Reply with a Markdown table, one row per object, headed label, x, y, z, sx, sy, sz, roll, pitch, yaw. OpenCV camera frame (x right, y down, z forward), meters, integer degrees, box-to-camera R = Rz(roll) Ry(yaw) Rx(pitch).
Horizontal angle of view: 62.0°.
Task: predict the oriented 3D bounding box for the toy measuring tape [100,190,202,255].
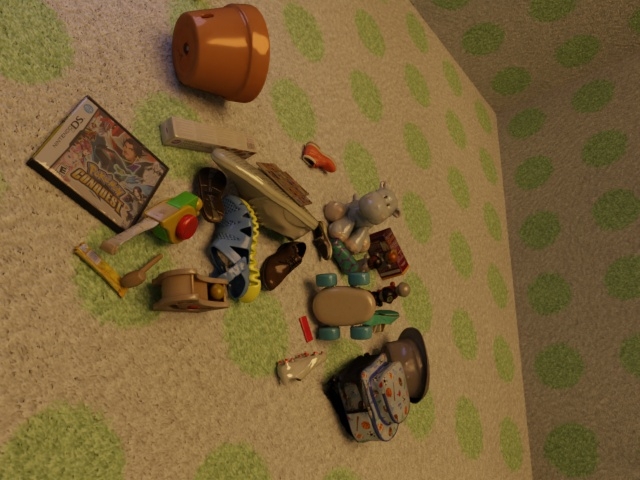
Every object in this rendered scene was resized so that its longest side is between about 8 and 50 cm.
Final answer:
| label | x | y | z | sx | sy | sz | roll | pitch | yaw |
| --- | --- | --- | --- | --- | --- | --- | --- | --- | --- |
| toy measuring tape | -0.409 | -0.021 | 1.339 | 0.121 | 0.121 | 0.330 | 61 | 39 | -13 |

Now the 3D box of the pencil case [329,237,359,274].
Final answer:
| label | x | y | z | sx | sy | sz | roll | pitch | yaw |
| --- | --- | --- | --- | --- | --- | --- | --- | --- | --- |
| pencil case | 0.078 | 0.060 | 1.957 | 0.151 | 0.070 | 0.064 | 53 | 7 | -21 |

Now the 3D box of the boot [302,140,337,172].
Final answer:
| label | x | y | z | sx | sy | sz | roll | pitch | yaw |
| --- | --- | --- | --- | --- | --- | --- | --- | --- | --- |
| boot | -0.005 | -0.295 | 2.024 | 0.158 | 0.059 | 0.084 | 37 | 51 | -25 |

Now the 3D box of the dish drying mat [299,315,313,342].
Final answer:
| label | x | y | z | sx | sy | sz | roll | pitch | yaw |
| --- | --- | --- | --- | --- | --- | --- | --- | --- | --- |
| dish drying mat | -0.047 | 0.290 | 1.745 | 0.032 | 0.008 | 0.083 | -16 | 88 | -52 |

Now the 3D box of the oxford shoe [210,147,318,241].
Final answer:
| label | x | y | z | sx | sy | sz | roll | pitch | yaw |
| --- | --- | --- | --- | --- | --- | --- | --- | --- | --- |
| oxford shoe | -0.176 | -0.123 | 1.631 | 0.449 | 0.130 | 0.169 | 39 | 9 | -44 |

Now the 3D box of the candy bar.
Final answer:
| label | x | y | z | sx | sy | sz | roll | pitch | yaw |
| --- | --- | --- | --- | --- | --- | --- | --- | --- | --- |
| candy bar | -0.510 | 0.067 | 1.249 | 0.161 | 0.018 | 0.040 | 51 | 37 | -23 |

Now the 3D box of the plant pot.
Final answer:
| label | x | y | z | sx | sy | sz | roll | pitch | yaw |
| --- | --- | --- | --- | --- | --- | --- | --- | --- | --- |
| plant pot | -0.310 | -0.562 | 1.591 | 0.204 | 0.291 | 0.290 | -9 | 81 | -37 |

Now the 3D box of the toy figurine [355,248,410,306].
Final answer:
| label | x | y | z | sx | sy | sz | roll | pitch | yaw |
| --- | --- | --- | --- | --- | --- | --- | --- | --- | --- |
| toy figurine | 0.231 | 0.146 | 2.043 | 0.213 | 0.148 | 0.209 | -6 | 80 | -52 |

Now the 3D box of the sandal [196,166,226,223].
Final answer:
| label | x | y | z | sx | sy | sz | roll | pitch | yaw |
| --- | --- | --- | --- | --- | --- | --- | --- | --- | --- |
| sandal | -0.318 | -0.128 | 1.536 | 0.090 | 0.060 | 0.219 | 14 | 47 | -32 |

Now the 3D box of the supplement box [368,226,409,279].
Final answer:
| label | x | y | z | sx | sy | sz | roll | pitch | yaw |
| --- | --- | --- | --- | --- | --- | --- | --- | --- | --- |
| supplement box | 0.269 | 0.055 | 2.168 | 0.081 | 0.104 | 0.188 | -42 | 108 | -52 |

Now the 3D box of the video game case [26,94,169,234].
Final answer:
| label | x | y | z | sx | sy | sz | roll | pitch | yaw |
| --- | --- | --- | --- | --- | --- | --- | --- | --- | --- |
| video game case | -0.532 | -0.184 | 1.319 | 0.275 | 0.035 | 0.248 | 45 | 44 | -30 |

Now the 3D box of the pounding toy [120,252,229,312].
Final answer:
| label | x | y | z | sx | sy | sz | roll | pitch | yaw |
| --- | --- | --- | --- | --- | --- | --- | --- | --- | --- |
| pounding toy | -0.339 | 0.092 | 1.330 | 0.270 | 0.154 | 0.154 | 15 | 63 | -53 |

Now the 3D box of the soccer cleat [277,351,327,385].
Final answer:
| label | x | y | z | sx | sy | sz | roll | pitch | yaw |
| --- | --- | --- | --- | --- | --- | --- | --- | --- | --- |
| soccer cleat | -0.055 | 0.392 | 1.648 | 0.196 | 0.068 | 0.076 | -5 | 84 | -45 |

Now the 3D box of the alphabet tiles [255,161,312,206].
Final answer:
| label | x | y | z | sx | sy | sz | roll | pitch | yaw |
| --- | --- | --- | --- | --- | --- | --- | --- | --- | --- |
| alphabet tiles | -0.106 | -0.188 | 1.766 | 0.198 | 0.009 | 0.237 | 44 | 13 | 4 |

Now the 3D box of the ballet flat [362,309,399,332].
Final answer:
| label | x | y | z | sx | sy | sz | roll | pitch | yaw |
| --- | --- | --- | --- | --- | --- | --- | --- | --- | --- |
| ballet flat | 0.211 | 0.305 | 2.020 | 0.247 | 0.083 | 0.087 | 11 | 90 | -49 |

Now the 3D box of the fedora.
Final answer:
| label | x | y | z | sx | sy | sz | roll | pitch | yaw |
| --- | --- | --- | --- | --- | --- | --- | --- | --- | --- |
| fedora | 0.292 | 0.462 | 1.960 | 0.124 | 0.244 | 0.275 | -1 | 83 | -22 |

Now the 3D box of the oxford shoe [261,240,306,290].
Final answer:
| label | x | y | z | sx | sy | sz | roll | pitch | yaw |
| --- | --- | --- | --- | --- | --- | --- | --- | --- | --- |
| oxford shoe | -0.113 | 0.070 | 1.688 | 0.082 | 0.096 | 0.227 | 55 | 41 | -22 |

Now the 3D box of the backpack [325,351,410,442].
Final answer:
| label | x | y | z | sx | sy | sz | roll | pitch | yaw |
| --- | --- | --- | --- | --- | --- | --- | --- | --- | --- |
| backpack | 0.181 | 0.530 | 1.777 | 0.277 | 0.213 | 0.263 | -17 | 99 | -56 |

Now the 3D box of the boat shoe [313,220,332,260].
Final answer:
| label | x | y | z | sx | sy | sz | roll | pitch | yaw |
| --- | --- | --- | --- | --- | --- | --- | --- | --- | --- |
| boat shoe | 0.000 | 0.000 | 1.901 | 0.049 | 0.056 | 0.152 | 8 | 59 | -45 |

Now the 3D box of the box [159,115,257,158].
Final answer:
| label | x | y | z | sx | sy | sz | roll | pitch | yaw |
| --- | --- | --- | --- | --- | --- | --- | --- | --- | --- |
| box | -0.328 | -0.304 | 1.608 | 0.324 | 0.063 | 0.067 | 0 | 73 | -52 |

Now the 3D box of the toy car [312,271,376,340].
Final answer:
| label | x | y | z | sx | sy | sz | roll | pitch | yaw |
| --- | --- | --- | --- | --- | --- | --- | --- | --- | --- |
| toy car | 0.090 | 0.217 | 1.849 | 0.238 | 0.210 | 0.219 | 0 | 87 | -81 |

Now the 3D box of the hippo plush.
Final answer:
| label | x | y | z | sx | sy | sz | roll | pitch | yaw |
| --- | --- | --- | --- | --- | --- | --- | --- | --- | --- |
| hippo plush | 0.190 | -0.083 | 2.019 | 0.294 | 0.237 | 0.234 | -23 | 93 | -53 |

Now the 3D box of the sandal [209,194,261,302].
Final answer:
| label | x | y | z | sx | sy | sz | roll | pitch | yaw |
| --- | --- | --- | --- | --- | --- | --- | --- | --- | --- |
| sandal | -0.254 | 0.018 | 1.515 | 0.138 | 0.126 | 0.317 | 7 | 67 | -46 |
